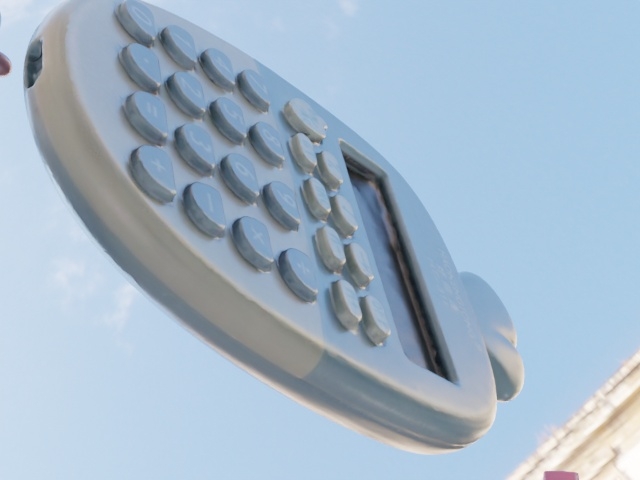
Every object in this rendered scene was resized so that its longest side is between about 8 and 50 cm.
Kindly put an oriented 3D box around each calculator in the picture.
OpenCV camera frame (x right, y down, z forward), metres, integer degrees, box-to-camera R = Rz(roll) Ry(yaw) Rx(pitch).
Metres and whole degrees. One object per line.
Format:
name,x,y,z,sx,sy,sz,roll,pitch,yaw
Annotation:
calculator,0.000,0.000,0.432,0.042,0.188,0.303,-36,-46,21

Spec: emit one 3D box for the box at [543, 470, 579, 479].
box,0.187,0.297,0.741,0.035,0.245,0.139,0,-70,10

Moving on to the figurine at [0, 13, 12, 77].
figurine,-0.380,-0.192,0.755,0.260,0.103,0.205,-3,-52,9
